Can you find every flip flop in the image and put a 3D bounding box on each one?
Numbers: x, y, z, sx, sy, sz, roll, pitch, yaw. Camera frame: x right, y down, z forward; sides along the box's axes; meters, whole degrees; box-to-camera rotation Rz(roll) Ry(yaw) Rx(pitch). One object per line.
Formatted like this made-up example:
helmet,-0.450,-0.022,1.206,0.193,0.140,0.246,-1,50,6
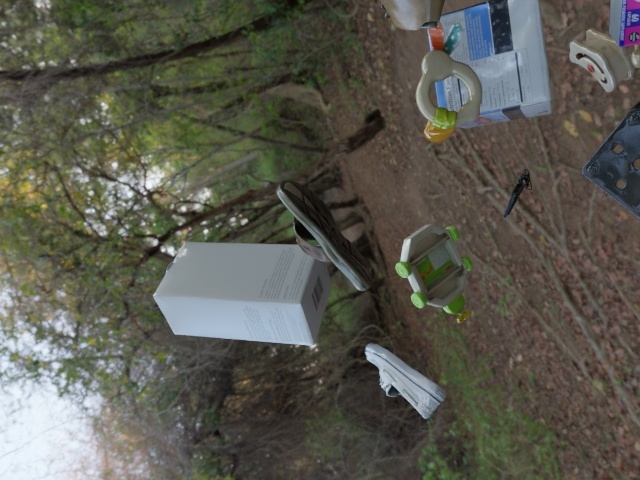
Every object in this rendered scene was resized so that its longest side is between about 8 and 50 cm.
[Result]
flip flop,0.000,0.000,1.079,0.277,0.080,0.112,50,-156,-18

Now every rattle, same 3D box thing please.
rattle,0.241,-0.311,1.066,0.143,0.130,0.200,-1,-106,-73

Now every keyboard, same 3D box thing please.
keyboard,0.489,-0.112,1.317,0.192,0.038,0.100,-36,-38,-59

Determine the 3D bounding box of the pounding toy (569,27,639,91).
pounding toy,0.945,-0.591,1.734,0.154,0.155,0.269,47,-169,-41

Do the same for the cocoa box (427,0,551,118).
cocoa box,0.402,-0.396,1.253,0.347,0.227,0.232,-21,-77,-65

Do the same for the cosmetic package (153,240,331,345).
cosmetic package,-0.179,0.118,1.288,0.197,0.365,0.155,-70,-26,-44

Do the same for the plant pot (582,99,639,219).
plant pot,0.543,-0.125,0.878,0.187,0.167,0.188,51,131,30

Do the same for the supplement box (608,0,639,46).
supplement box,0.692,-0.460,1.047,0.114,0.220,0.111,-67,-32,-53

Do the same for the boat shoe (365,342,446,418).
boat shoe,0.157,0.290,1.136,0.083,0.076,0.226,45,168,-33

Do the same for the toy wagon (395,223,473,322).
toy wagon,0.405,0.123,1.844,0.068,0.267,0.344,-9,110,61

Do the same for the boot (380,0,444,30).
boot,0.121,-0.432,0.941,0.305,0.112,0.115,-125,24,-57
